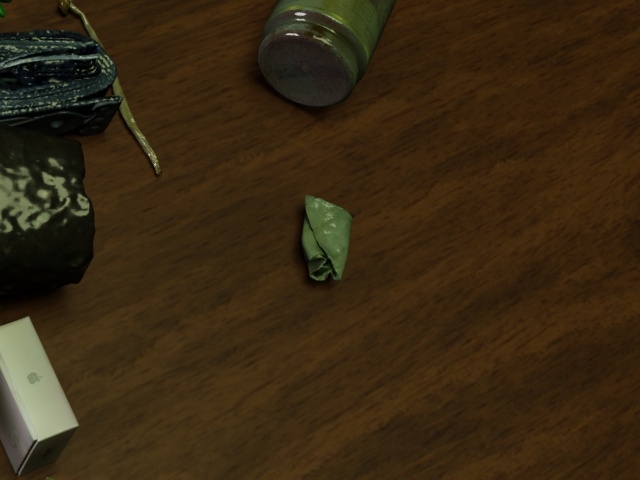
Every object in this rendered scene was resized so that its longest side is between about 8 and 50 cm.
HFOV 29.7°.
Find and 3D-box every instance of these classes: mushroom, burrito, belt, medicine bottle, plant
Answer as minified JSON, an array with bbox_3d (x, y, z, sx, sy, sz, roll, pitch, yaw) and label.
[{"bbox_3d":[-0.270,-0.206,1.575,0.028,0.026,0.286,-28,79,-17],"label":"mushroom"},{"bbox_3d":[0.003,0.001,1.573,0.074,0.044,0.118,22,55,-16],"label":"burrito"},{"bbox_3d":[-0.356,-0.192,1.459,0.218,0.128,0.122,-12,75,-28],"label":"belt"},{"bbox_3d":[0.029,-0.348,1.706,0.151,0.151,0.322,28,56,-9],"label":"medicine bottle"},{"bbox_3d":[-0.392,-0.028,1.317,0.276,0.199,0.188,1,69,-22],"label":"plant"}]

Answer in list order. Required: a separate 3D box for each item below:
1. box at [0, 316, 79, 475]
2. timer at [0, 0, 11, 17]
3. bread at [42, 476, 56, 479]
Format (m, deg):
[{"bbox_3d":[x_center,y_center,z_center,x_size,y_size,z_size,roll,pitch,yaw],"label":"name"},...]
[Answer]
[{"bbox_3d":[-0.317,0.168,1.285,0.051,0.130,0.129,-21,74,-30],"label":"box"},{"bbox_3d":[-0.486,-0.318,1.403,0.285,0.285,0.285,11,60,-19],"label":"timer"},{"bbox_3d":[-0.290,0.387,1.167,0.163,0.167,0.264,-24,79,-33],"label":"bread"}]
